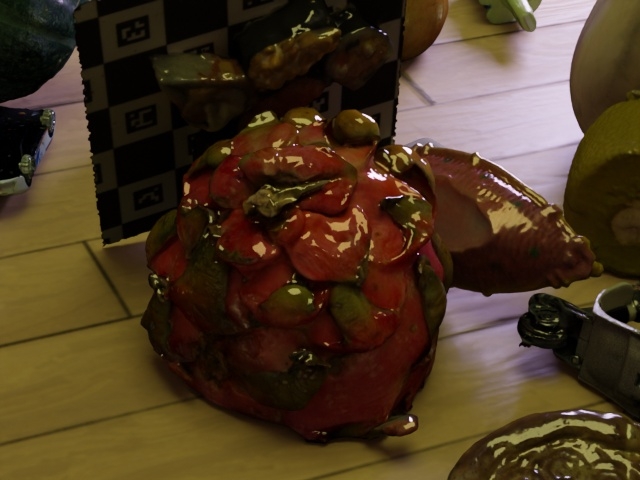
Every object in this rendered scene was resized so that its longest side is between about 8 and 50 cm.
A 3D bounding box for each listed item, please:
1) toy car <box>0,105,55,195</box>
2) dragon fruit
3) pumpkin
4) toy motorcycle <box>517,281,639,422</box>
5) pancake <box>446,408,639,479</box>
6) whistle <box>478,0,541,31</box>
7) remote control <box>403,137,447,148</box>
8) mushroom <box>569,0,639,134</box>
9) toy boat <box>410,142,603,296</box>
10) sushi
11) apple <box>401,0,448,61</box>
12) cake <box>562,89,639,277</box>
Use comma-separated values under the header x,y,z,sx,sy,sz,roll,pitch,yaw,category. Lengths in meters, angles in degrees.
x,y,z,sx,sy,sz,roll,pitch,yaw,category
-0.354,-0.098,1.889,0.095,0.056,0.205,5,31,0,toy car
0.000,0.000,1.601,0.314,0.263,0.296,20,36,22,dragon fruit
-0.420,-0.253,1.975,0.293,0.197,0.263,4,-14,45,pumpkin
0.316,0.109,1.634,0.157,0.091,0.263,-23,40,-39,toy motorcycle
0.219,0.238,1.462,0.250,0.031,0.250,0,40,0,pancake
0.251,-0.348,2.313,0.085,0.105,0.227,-26,38,8,whistle
0.050,-0.064,1.912,0.261,0.029,0.067,-24,44,-36,remote control
0.437,-0.241,1.978,0.356,0.315,0.315,-19,40,-36,mushroom
0.143,-0.024,1.766,0.318,0.141,0.099,26,8,41,toy boat
-0.058,-0.131,1.683,0.343,0.359,0.064,-19,57,-15,sushi
0.092,-0.311,2.184,0.163,0.147,0.146,-23,43,-38,apple
0.393,-0.054,1.805,0.260,0.179,0.156,11,33,8,cake
